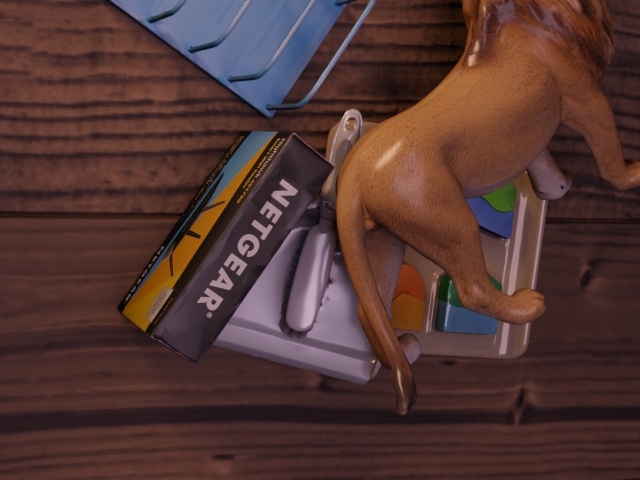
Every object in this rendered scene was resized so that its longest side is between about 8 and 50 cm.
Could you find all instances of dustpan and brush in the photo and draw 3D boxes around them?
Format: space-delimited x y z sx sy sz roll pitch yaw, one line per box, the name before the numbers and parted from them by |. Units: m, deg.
dustpan and brush | 0.000 0.000 0.933 0.147 0.060 0.211 15 89 0

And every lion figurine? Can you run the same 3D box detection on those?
lion figurine | 0.116 -0.081 0.893 0.392 0.142 0.240 -51 121 -32

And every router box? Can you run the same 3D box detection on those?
router box | -0.076 0.000 0.887 0.046 0.133 0.179 37 82 -20

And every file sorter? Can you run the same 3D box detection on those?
file sorter | -0.060 -0.190 0.889 0.170 0.104 0.118 35 84 -20

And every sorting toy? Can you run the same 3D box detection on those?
sorting toy | 0.098 0.004 1.001 0.208 0.038 0.193 6 93 -20
